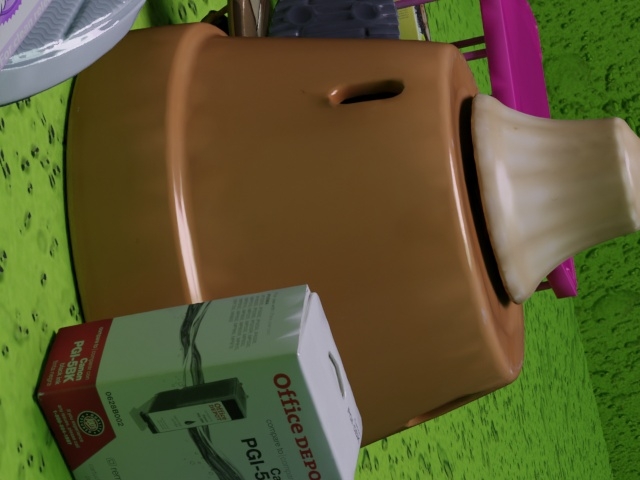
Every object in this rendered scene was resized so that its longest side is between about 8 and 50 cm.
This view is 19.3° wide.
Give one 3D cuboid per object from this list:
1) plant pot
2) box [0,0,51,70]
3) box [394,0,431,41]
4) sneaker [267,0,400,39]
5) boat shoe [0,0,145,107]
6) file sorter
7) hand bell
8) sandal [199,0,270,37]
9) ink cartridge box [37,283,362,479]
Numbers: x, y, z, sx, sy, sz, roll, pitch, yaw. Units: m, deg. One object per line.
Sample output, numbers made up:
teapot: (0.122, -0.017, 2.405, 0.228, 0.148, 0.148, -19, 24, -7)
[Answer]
plant pot: (0.000, 0.000, 1.099, 0.291, 0.203, 0.291, -12, 90, -77)
box: (-0.082, -0.211, 0.789, 0.324, 0.063, 0.067, -59, 161, -27)
box: (0.086, -0.175, 1.922, 0.087, 0.058, 0.232, -17, 96, -77)
sneaker: (0.011, -0.068, 1.470, 0.131, 0.112, 0.319, 90, 0, -59)
boat shoe: (-0.127, -0.136, 0.895, 0.109, 0.094, 0.302, 33, 39, -3)
file sorter: (0.100, -0.103, 1.648, 0.202, 0.182, 0.291, 55, 27, -58)
hand bell: (0.217, -0.048, 1.072, 0.126, 0.242, 0.126, -12, 90, -77)
sandal: (-0.062, -0.121, 1.246, 0.180, 0.049, 0.072, 101, -3, -64)
ink cartridge box: (-0.057, 0.086, 0.932, 0.056, 0.135, 0.099, -80, 156, -54)
